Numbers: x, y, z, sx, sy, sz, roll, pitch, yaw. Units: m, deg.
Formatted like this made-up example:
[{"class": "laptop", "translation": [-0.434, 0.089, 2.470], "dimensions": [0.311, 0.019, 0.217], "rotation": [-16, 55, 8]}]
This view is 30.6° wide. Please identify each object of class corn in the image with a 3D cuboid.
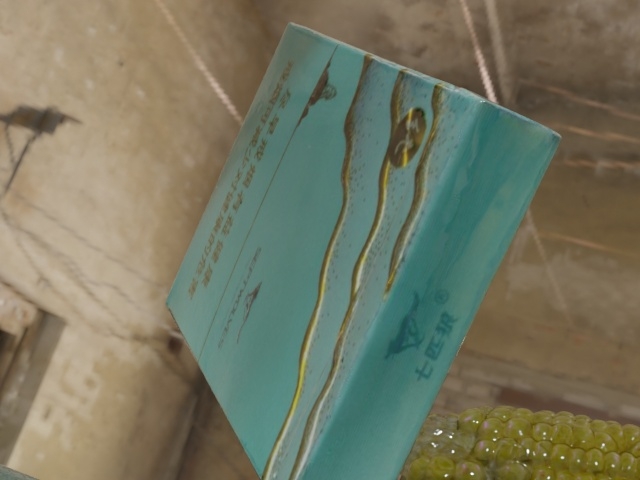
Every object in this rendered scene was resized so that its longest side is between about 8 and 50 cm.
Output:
[{"class": "corn", "translation": [0.220, 0.188, 0.766], "dimensions": [0.347, 0.130, 0.130], "rotation": [15, -19, 3]}]

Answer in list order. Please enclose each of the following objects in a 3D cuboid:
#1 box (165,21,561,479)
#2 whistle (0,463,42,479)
[{"class": "box", "translation": [0.001, 0.000, 0.494], "dimensions": [0.041, 0.162, 0.229], "rotation": [21, 8, -23]}, {"class": "whistle", "translation": [-0.276, 0.273, 1.169], "dimensions": [0.062, 0.062, 0.312], "rotation": [3, -24, 41]}]
